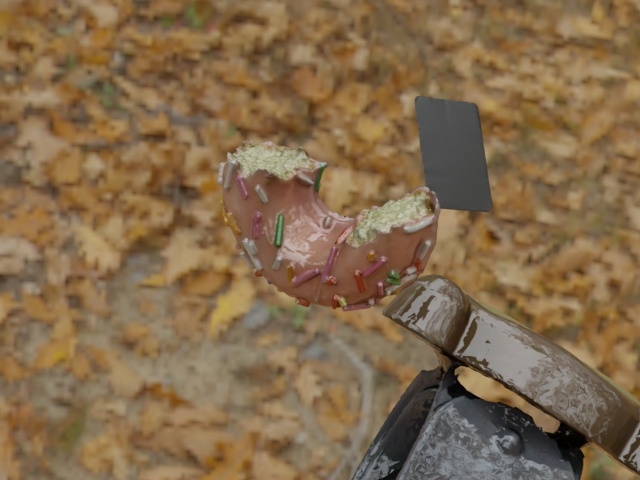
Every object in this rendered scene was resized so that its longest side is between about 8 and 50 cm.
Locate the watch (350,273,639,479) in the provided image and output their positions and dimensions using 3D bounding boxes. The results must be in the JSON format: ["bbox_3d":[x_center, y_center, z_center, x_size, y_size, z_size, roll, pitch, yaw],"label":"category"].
[{"bbox_3d":[0.130,0.232,1.486,0.314,0.327,0.335,31,1,-3],"label":"watch"}]

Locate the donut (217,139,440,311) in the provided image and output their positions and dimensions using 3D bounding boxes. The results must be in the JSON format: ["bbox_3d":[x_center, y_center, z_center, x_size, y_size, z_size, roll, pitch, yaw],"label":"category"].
[{"bbox_3d":[0.000,0.000,1.095,0.166,0.117,0.065,19,35,28],"label":"donut"}]

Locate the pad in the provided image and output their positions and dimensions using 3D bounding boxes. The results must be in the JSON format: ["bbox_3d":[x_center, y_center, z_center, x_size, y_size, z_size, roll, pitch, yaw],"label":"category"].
[{"bbox_3d":[0.178,-0.115,2.101,0.112,0.003,0.157,3,73,-34],"label":"pad"}]
